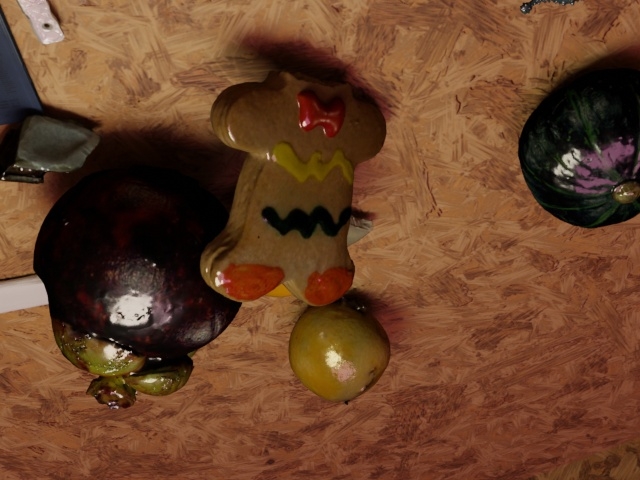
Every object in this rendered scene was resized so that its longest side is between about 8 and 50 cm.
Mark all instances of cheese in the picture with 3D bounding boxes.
[{"bbox_3d":[-0.434,-0.375,1.488,0.127,0.050,0.255,-11,145,2],"label":"cheese"}]

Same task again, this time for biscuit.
[{"bbox_3d":[-0.042,-0.083,1.729,0.368,0.076,0.393,6,100,-44],"label":"biscuit"}]

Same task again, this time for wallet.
[{"bbox_3d":[-0.620,0.110,2.142,0.190,0.033,0.095,-11,146,4],"label":"wallet"}]

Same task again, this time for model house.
[{"bbox_3d":[-0.475,-0.139,1.757,0.165,0.106,0.152,7,158,-39],"label":"model house"}]

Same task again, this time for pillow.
[{"bbox_3d":[0.000,0.000,2.107,0.119,0.053,0.208,25,136,-36],"label":"pillow"}]

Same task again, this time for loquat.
[{"bbox_3d":[0.044,0.238,2.316,0.244,0.243,0.243,-6,145,-4],"label":"loquat"}]

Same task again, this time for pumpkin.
[{"bbox_3d":[0.512,-0.153,1.851,0.315,0.238,0.315,-3,140,-3],"label":"pumpkin"}]

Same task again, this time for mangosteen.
[{"bbox_3d":[-0.305,0.073,1.837,0.381,0.381,0.421,-11,106,3],"label":"mangosteen"}]

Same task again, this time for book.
[{"bbox_3d":[-0.564,-0.274,1.626,0.191,0.025,0.269,-9,144,-1],"label":"book"}]

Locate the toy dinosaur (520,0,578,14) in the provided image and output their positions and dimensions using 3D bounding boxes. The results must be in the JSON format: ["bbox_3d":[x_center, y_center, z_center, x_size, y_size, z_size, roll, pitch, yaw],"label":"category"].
[{"bbox_3d":[0.389,-0.397,1.639,0.154,0.055,0.049,-22,146,13],"label":"toy dinosaur"}]

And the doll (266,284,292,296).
[{"bbox_3d":[-0.092,0.023,1.958,0.214,0.236,0.213,8,123,13],"label":"doll"}]
